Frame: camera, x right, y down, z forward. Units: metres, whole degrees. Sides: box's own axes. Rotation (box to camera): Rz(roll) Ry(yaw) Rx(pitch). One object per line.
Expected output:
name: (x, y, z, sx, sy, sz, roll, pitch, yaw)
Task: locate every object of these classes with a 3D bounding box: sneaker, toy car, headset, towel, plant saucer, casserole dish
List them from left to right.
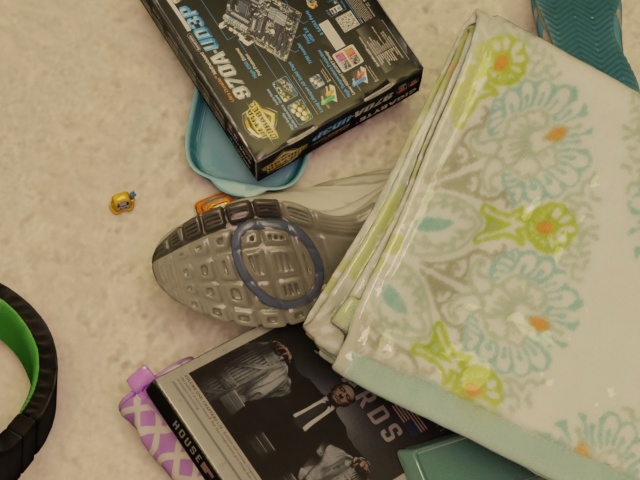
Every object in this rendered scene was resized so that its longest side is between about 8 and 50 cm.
headset: (-0.368, 0.137, 1.319, 0.243, 0.185, 0.394, 25, 45, 15)
toy car: (-0.125, -0.017, 1.507, 0.122, 0.040, 0.060, -3, 72, -4)
casserole dish: (-0.057, -0.122, 1.548, 0.114, 0.037, 0.188, 11, 72, 0)
sneaker: (0.000, 0.000, 1.465, 0.297, 0.129, 0.111, -10, 101, -14)
plant saucer: (0.159, 0.180, 1.437, 0.192, 0.018, 0.067, -13, 72, -29)
towel: (0.210, 0.031, 1.397, 0.374, 0.090, 0.320, 28, 83, -11)
sneaker: (0.235, -0.169, 1.557, 0.087, 0.092, 0.228, 0, 52, -1)

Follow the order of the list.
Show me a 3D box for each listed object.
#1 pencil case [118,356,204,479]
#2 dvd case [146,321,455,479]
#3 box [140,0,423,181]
pencil case: (-0.081, 0.192, 1.415, 0.086, 0.088, 0.206, -44, 76, 12)
dvd case: (-0.002, 0.144, 1.416, 0.239, 0.029, 0.179, -26, 74, -37)
box: (-0.039, -0.188, 1.524, 0.175, 0.051, 0.220, -31, 76, -12)
